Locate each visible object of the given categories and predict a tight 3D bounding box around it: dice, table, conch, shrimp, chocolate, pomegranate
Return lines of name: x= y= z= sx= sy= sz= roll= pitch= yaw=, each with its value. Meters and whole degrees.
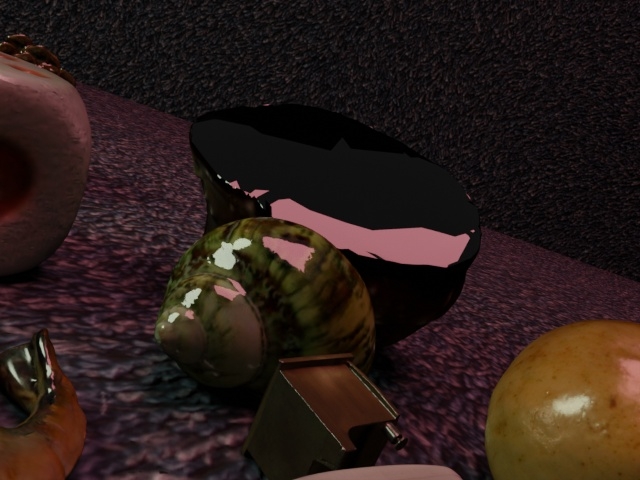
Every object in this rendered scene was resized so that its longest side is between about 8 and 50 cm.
dice: x=-0.344 y=-0.084 z=0.559 sx=0.192 sy=0.194 sz=0.193 roll=31 pitch=17 yaw=35
table: x=0.005 y=0.138 z=0.418 sx=0.070 sy=0.083 sz=0.082 roll=5 pitch=26 yaw=-41
conch: x=-0.045 y=0.067 z=0.510 sx=0.182 sy=0.124 sz=0.187 roll=-27 pitch=73 yaw=-22
shrimp: x=-0.211 y=0.083 z=0.361 sx=0.145 sy=0.059 sz=0.254 roll=18 pitch=12 yaw=-24
chocolate: x=0.000 y=0.000 z=0.711 sx=0.340 sy=0.210 sz=0.225 roll=28 pitch=43 yaw=13
pomegranate: x=0.221 y=0.159 z=0.477 sx=0.196 sy=0.196 sz=0.196 roll=20 pitch=12 yaw=-4

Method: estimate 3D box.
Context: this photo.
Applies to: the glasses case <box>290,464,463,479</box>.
glasses case: x=0.028 y=0.169 z=0.358 sx=0.164 sy=0.063 sz=0.041 roll=12 pitch=12 yaw=-37

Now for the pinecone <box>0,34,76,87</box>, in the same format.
pinecone: x=-0.458 y=-0.193 z=0.873 sx=0.208 sy=0.207 sz=0.207 roll=20 pitch=12 yaw=-4
